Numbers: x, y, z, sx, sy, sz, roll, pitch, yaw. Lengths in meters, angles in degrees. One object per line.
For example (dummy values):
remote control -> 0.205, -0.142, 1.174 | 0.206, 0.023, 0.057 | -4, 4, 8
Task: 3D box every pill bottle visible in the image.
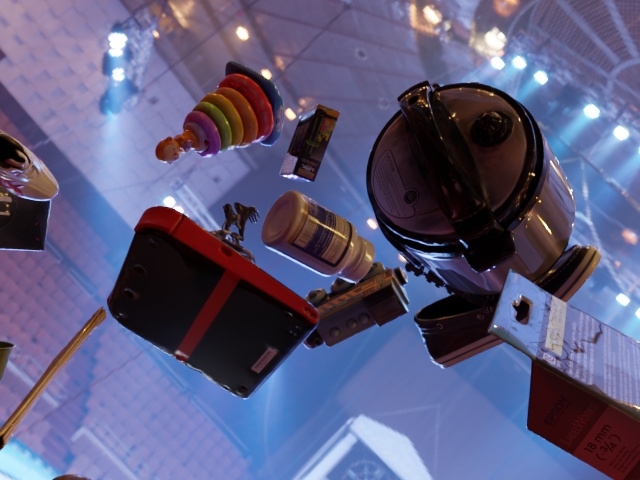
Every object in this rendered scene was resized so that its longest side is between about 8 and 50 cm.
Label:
pill bottle -> 0.000, 0.000, 1.366 | 0.187, 0.112, 0.112 | 29, -4, -29

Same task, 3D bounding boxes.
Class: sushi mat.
sushi mat -> -0.395, 0.215, 1.062 | 0.019, 0.151, 0.316 | 42, 24, -11

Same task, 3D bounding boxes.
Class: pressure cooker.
pressure cooker -> 0.296, -0.114, 1.572 | 0.370, 0.375, 0.420 | 21, -9, 35

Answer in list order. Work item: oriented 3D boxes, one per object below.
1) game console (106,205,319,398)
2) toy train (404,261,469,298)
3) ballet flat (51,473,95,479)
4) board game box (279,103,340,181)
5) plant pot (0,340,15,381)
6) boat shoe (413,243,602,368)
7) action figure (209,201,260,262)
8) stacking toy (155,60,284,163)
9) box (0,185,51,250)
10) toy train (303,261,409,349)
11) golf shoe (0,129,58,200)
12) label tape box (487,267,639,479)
game console -> -0.208, 0.123, 1.391 | 0.342, 0.060, 0.386 | 32, -38, -5
toy train -> 0.263, 0.088, 1.751 | 0.158, 0.027, 0.036 | 28, 24, 5
ballet flat -> -0.443, 0.564, 1.325 | 0.124, 0.342, 0.116 | -20, -45, 29
board game box -> -0.024, -0.185, 1.509 | 0.048, 0.141, 0.170 | 19, 1, -12
plant pot -> -0.699, 0.259, 1.652 | 0.083, 0.079, 0.083 | 8, 1, 0
boat shoe -> 0.410, 0.131, 1.777 | 0.500, 0.187, 0.156 | -36, -88, 39
action figure -> -0.241, 0.030, 1.914 | 0.164, 0.275, 0.141 | -15, -55, 41
stacking toy -> -0.234, -0.244, 1.668 | 0.166, 0.302, 0.175 | 33, -42, 25
box -> -0.723, -0.069, 1.656 | 0.143, 0.165, 0.270 | 9, 2, 22
toy train -> 0.086, 0.179, 2.091 | 0.142, 0.334, 0.190 | 60, 10, -21
golf shoe -> -0.462, -0.111, 1.171 | 0.086, 0.067, 0.186 | 22, -15, 38
label tape box -> 0.380, 0.202, 1.111 | 0.334, 0.106, 0.240 | 30, 26, 9
